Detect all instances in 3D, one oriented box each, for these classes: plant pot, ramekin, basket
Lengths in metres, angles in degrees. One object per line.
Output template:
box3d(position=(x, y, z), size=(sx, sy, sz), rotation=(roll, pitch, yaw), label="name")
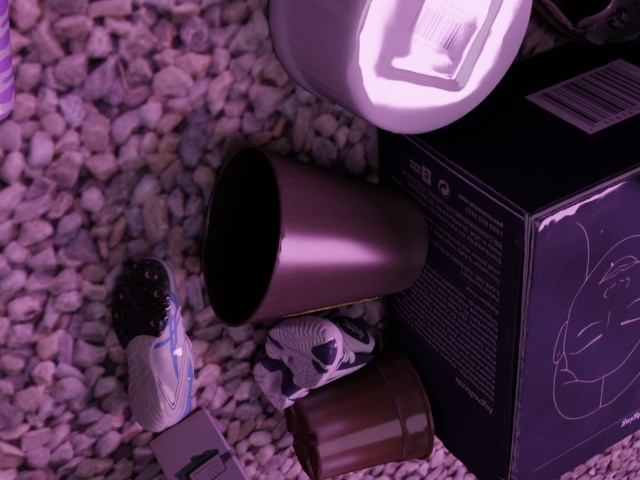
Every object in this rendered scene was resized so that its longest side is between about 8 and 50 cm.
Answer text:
box3d(position=(0.047, 0.250, 1.439), size=(0.165, 0.167, 0.167), rotation=(-16, 130, -18), label="plant pot")
box3d(position=(0.096, -0.250, 1.115), size=(0.277, 0.135, 0.277), rotation=(-20, 131, -25), label="ramekin")
box3d(position=(0.000, 0.000, 1.204), size=(0.226, 0.154, 0.204), rotation=(3, 104, -37), label="basket")

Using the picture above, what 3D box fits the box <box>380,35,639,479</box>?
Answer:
box3d(position=(0.355, 0.014, 1.389), size=(0.479, 0.297, 0.472), rotation=(-23, 129, -23), label="box")

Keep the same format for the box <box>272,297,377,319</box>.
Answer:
box3d(position=(-0.002, 0.051, 1.320), size=(0.169, 0.054, 0.059), rotation=(-9, 125, -32), label="box")

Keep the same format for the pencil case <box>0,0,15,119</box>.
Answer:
box3d(position=(-0.311, -0.198, 0.884), size=(0.088, 0.086, 0.206), rotation=(1, 122, -10), label="pencil case")

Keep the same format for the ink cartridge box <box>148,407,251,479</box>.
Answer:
box3d(position=(-0.120, 0.349, 1.332), size=(0.092, 0.219, 0.160), rotation=(-31, 134, -11), label="ink cartridge box")

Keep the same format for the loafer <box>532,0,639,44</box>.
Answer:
box3d(position=(0.312, -0.294, 1.261), size=(0.267, 0.084, 0.096), rotation=(17, 110, -34), label="loafer")

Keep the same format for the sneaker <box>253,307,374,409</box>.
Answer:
box3d(position=(0.012, 0.127, 1.319), size=(0.153, 0.094, 0.235), rotation=(-33, 163, -28), label="sneaker")

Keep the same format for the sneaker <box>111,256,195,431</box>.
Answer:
box3d(position=(-0.188, 0.116, 1.218), size=(0.086, 0.085, 0.237), rotation=(-39, 140, -48), label="sneaker")
